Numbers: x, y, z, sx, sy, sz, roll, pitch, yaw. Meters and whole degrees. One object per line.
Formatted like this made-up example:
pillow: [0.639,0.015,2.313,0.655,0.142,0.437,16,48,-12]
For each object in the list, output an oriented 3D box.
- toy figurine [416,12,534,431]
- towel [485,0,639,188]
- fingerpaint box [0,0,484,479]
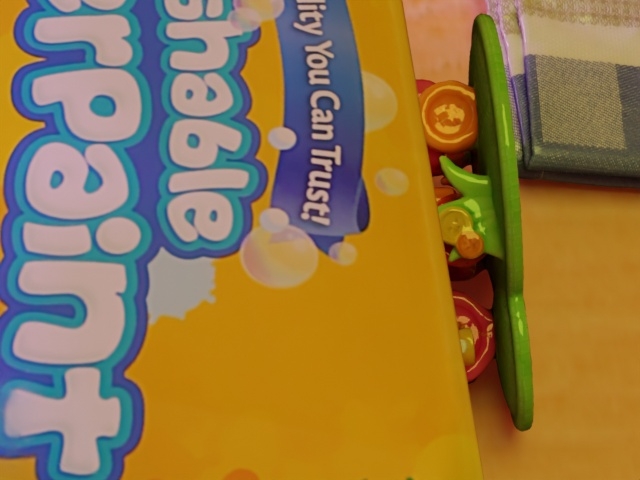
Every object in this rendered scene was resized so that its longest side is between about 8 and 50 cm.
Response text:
toy figurine: [0.000,0.000,0.618,0.159,0.130,0.173,-6,83,2]
towel: [0.179,-0.143,0.765,0.209,0.034,0.285,4,59,-10]
fingerpaint box: [-0.165,-0.053,0.468,0.371,0.163,0.445,-2,54,-5]
